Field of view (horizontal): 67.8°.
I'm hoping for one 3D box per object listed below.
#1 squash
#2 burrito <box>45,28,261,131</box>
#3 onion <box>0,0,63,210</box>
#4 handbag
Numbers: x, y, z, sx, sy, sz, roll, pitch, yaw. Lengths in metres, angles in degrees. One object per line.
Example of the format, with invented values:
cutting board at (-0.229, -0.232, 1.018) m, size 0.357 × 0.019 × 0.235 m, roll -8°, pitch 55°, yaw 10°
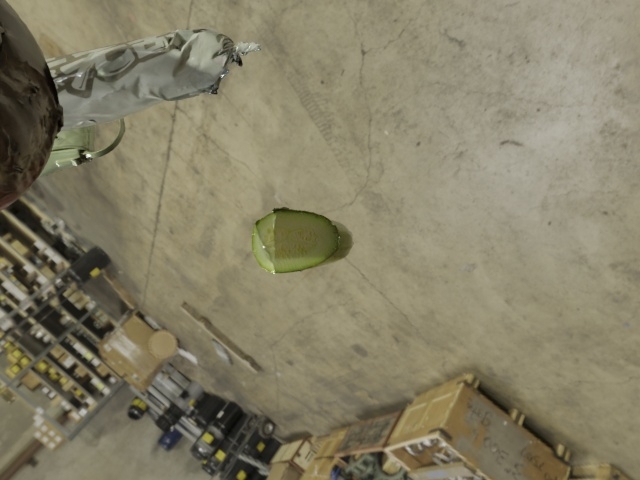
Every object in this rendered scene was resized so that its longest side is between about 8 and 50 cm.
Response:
squash at (0.001, -0.002, 0.693) m, size 0.075 × 0.200 × 0.090 m, roll -47°, pitch 64°, yaw 33°
burrito at (-0.301, -0.225, 0.684) m, size 0.444 × 0.139 × 0.101 m, roll -15°, pitch 120°, yaw -1°
onion at (-0.398, -0.134, 0.415) m, size 0.314 × 0.314 × 0.232 m, roll 46°, pitch 131°, yaw -9°
handbag at (-0.545, -0.251, 1.047) m, size 0.079 × 0.219 × 0.256 m, roll 85°, pitch 167°, yaw -50°
